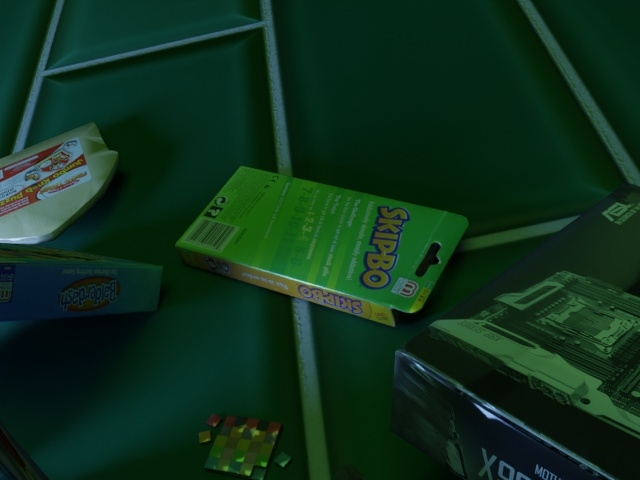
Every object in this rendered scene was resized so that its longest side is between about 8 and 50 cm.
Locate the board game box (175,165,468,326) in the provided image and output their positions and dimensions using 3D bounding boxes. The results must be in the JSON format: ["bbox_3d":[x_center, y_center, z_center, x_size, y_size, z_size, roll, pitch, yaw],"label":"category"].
[{"bbox_3d":[0.000,0.000,0.758,0.259,0.039,0.124,13,50,30],"label":"board game box"}]

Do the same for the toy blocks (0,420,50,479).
[{"bbox_3d":[-0.180,0.195,0.443,0.190,0.261,0.381,-37,47,-21],"label":"toy blocks"}]

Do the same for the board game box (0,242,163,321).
[{"bbox_3d":[-0.263,0.031,0.691,0.160,0.210,0.047,8,91,23],"label":"board game box"}]

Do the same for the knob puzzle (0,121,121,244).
[{"bbox_3d":[-0.310,-0.049,0.891,0.213,0.030,0.213,-9,40,8],"label":"knob puzzle"}]

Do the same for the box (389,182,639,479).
[{"bbox_3d":[0.235,0.083,0.524,0.242,0.077,0.307,29,42,36],"label":"box"}]

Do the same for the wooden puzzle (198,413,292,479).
[{"bbox_3d":[-0.061,0.162,0.629,0.083,0.006,0.049,4,47,19],"label":"wooden puzzle"}]

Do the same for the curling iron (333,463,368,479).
[{"bbox_3d":[0.109,0.229,0.493,0.274,0.035,0.068,31,61,36],"label":"curling iron"}]
